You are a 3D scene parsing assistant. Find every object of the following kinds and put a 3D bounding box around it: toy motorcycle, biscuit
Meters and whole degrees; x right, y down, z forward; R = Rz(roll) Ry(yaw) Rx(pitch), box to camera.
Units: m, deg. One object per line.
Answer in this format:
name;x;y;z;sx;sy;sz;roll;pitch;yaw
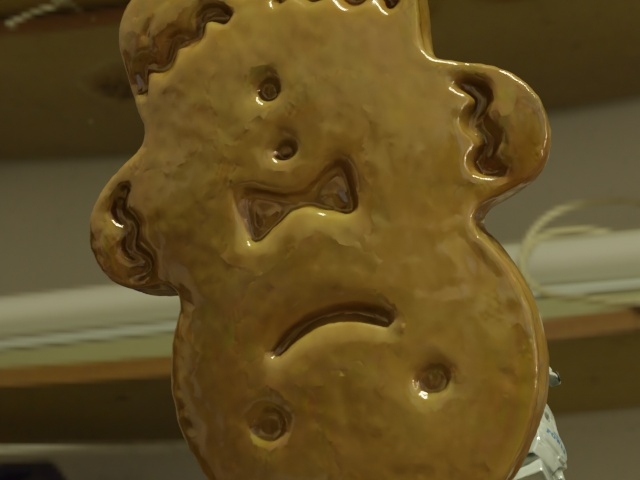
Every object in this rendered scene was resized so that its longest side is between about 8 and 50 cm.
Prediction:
toy motorcycle;0.193;0.202;1.261;0.102;0.221;0.150;-23;19;11
biscuit;-0.001;0.000;0.785;0.275;0.354;0.052;-13;-8;17
